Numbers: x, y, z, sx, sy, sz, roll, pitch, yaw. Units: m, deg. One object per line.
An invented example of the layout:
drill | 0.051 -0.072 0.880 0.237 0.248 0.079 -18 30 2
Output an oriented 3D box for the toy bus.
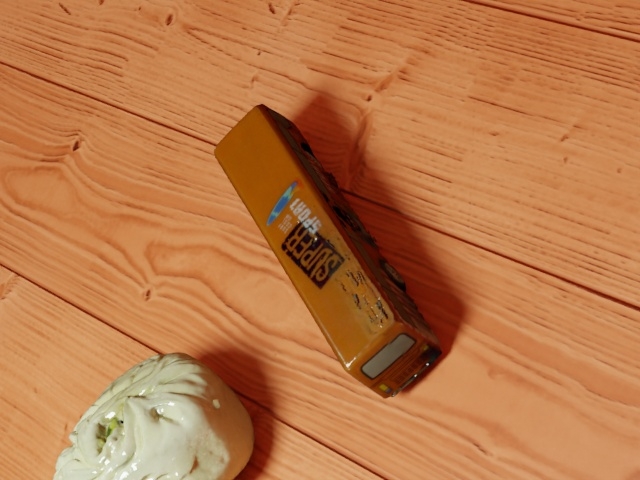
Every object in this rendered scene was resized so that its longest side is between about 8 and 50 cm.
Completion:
toy bus | 0.000 0.000 1.907 0.093 0.092 0.409 -45 44 12

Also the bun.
bun | -0.187 0.220 1.909 0.229 0.145 0.229 -17 58 29
